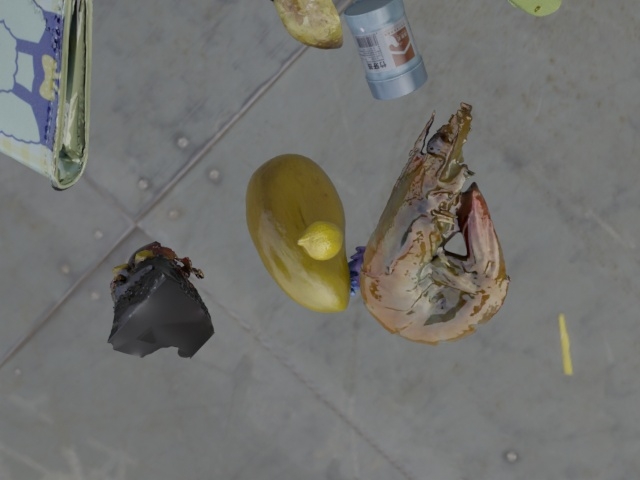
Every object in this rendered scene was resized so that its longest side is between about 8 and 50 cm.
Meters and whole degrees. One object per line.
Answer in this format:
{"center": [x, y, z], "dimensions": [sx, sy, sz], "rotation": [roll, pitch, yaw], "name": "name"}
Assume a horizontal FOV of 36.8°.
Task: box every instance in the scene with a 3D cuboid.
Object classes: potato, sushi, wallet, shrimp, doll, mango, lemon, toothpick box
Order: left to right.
{"center": [-0.349, -0.207, 0.924], "dimensions": [0.309, 0.077, 0.223], "rotation": [27, 121, 19], "name": "wallet"}
{"center": [-0.265, 0.087, 1.559], "dimensions": [0.153, 0.150, 0.172], "rotation": [-46, 141, 14], "name": "sushi"}
{"center": [-0.043, -0.022, 1.755], "dimensions": [0.195, 0.332, 0.142], "rotation": [16, 135, -27], "name": "mango"}
{"center": [-0.017, -0.302, 1.308], "dimensions": [0.103, 0.066, 0.096], "rotation": [59, 165, 5], "name": "potato"}
{"center": [0.000, 0.000, 1.544], "dimensions": [0.065, 0.092, 0.065], "rotation": [-2, 88, 49], "name": "lemon"}
{"center": [0.072, 0.056, 1.766], "dimensions": [0.067, 0.110, 0.206], "rotation": [31, 142, -24], "name": "doll"}
{"center": [0.108, -0.322, 1.585], "dimensions": [0.101, 0.101, 0.153], "rotation": [-9, 121, 25], "name": "toothpick box"}
{"center": [0.128, -0.001, 0.960], "dimensions": [0.152, 0.063, 0.287], "rotation": [25, 129, 10], "name": "shrimp"}

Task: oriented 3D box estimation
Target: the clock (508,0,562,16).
{"center": [0.357, -0.507, 1.371], "dimensions": [0.348, 0.117, 0.286], "rotation": [-43, 144, 23], "name": "clock"}
